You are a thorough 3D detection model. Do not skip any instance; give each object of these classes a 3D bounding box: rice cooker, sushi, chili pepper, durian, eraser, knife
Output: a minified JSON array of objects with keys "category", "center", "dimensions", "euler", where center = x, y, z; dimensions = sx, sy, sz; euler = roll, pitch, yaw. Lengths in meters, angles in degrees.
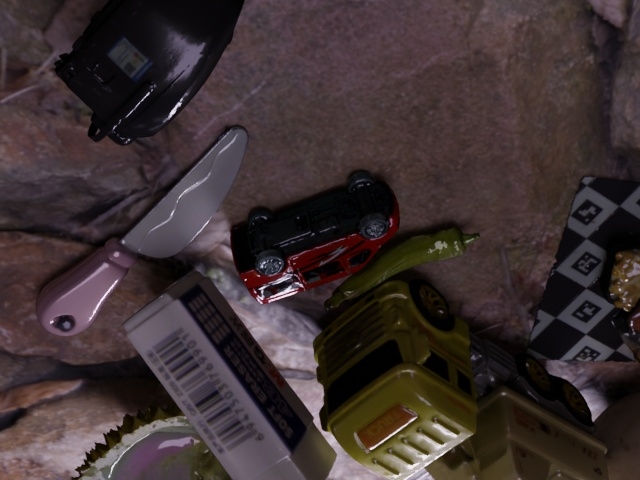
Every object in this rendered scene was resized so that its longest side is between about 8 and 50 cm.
[{"category":"rice cooker","center":[-0.162,-0.182,1.076],"dimensions":[0.118,0.142,0.203],"euler":[40,111,-19]},{"category":"sushi","center":[0.429,0.064,1.421],"dimensions":[0.294,0.059,0.292],"euler":[4,125,-12]},{"category":"chili pepper","center":[0.087,0.028,1.320],"dimensions":[0.208,0.049,0.043],"euler":[-24,155,-14]},{"category":"durian","center":[-0.143,0.290,1.397],"dimensions":[0.306,0.166,0.172],"euler":[29,142,-22]},{"category":"eraser","center":[-0.100,0.174,1.287],"dimensions":[0.081,0.124,0.279],"euler":[-36,92,16]},{"category":"knife","center":[-0.190,-0.001,1.271],"dimensions":[0.336,0.043,0.081],"euler":[-39,129,16]}]

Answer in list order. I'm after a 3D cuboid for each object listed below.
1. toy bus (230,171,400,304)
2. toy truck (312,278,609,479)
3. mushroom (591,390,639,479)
[{"category":"toy bus","center":[0.000,0.000,1.282],"dimensions":[0.195,0.081,0.089],"euler":[-20,137,5]},{"category":"toy truck","center":[0.183,0.233,1.388],"dimensions":[0.405,0.254,0.181],"euler":[34,119,-27]},{"category":"mushroom","center":[0.496,0.350,1.540],"dimensions":[0.292,0.292,0.290],"euler":[-28,155,11]}]
